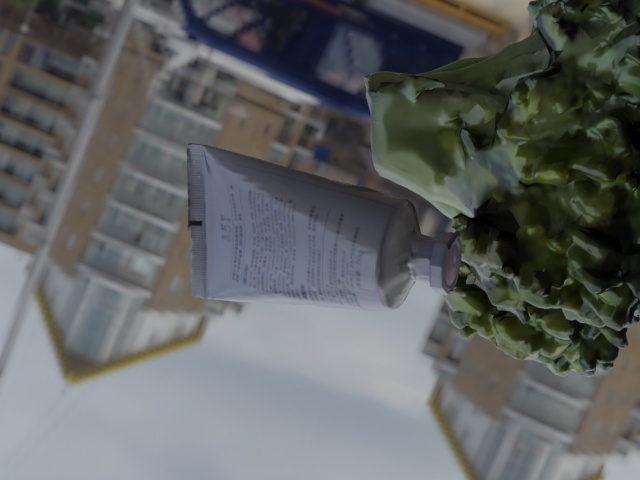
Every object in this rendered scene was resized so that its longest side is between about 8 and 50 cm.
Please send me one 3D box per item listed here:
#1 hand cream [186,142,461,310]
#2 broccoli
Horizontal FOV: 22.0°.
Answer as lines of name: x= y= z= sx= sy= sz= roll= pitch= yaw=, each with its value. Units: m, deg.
hand cream: x=0.000 y=0.000 z=0.808 sx=0.142 sy=0.084 sz=0.053 roll=10 pitch=-157 yaw=23
broccoli: x=0.189 y=-0.067 z=1.204 sx=0.324 sy=0.272 sz=0.334 roll=61 pitch=-166 yaw=-17
